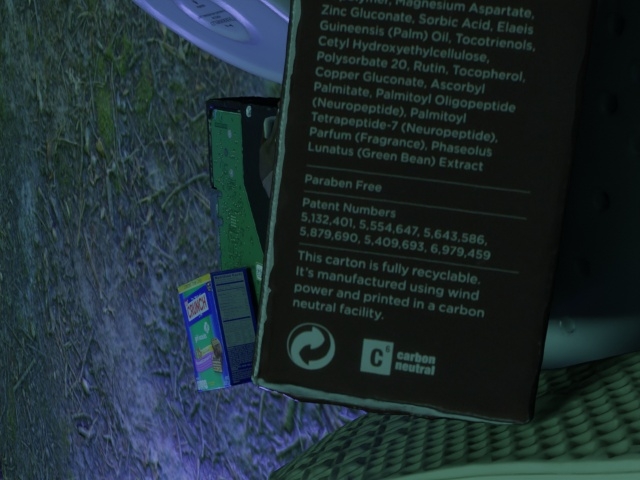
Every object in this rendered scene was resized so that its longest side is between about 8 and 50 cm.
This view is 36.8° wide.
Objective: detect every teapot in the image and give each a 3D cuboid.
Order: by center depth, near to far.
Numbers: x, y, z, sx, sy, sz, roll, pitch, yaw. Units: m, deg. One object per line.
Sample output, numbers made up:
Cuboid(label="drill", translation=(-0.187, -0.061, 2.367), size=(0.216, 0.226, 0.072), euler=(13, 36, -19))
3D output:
Cuboid(label="teapot", translation=(-0.041, -0.246, 0.726), size=(0.256, 0.252, 0.187), euler=(24, 81, 21))

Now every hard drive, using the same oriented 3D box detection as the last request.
Cuboid(label="hard drive", translation=(0.000, 0.000, 0.836), size=(0.339, 0.064, 0.237), euler=(17, 112, 57))

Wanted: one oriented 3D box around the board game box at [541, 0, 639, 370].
Cuboid(label="board game box", translation=(0.251, 0.104, 0.439), size=(0.390, 0.050, 0.390), euler=(33, 125, 53))

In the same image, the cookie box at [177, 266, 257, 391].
Cuboid(label="cookie box", translation=(-0.096, 0.087, 0.922), size=(0.092, 0.040, 0.107), euler=(-24, 76, 61))

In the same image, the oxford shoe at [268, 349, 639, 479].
Cuboid(label="oxford shoe", translation=(0.105, 0.144, 0.510), size=(0.449, 0.169, 0.130), euler=(-21, 98, 59))

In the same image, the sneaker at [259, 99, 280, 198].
Cuboid(label="sneaker", translation=(-0.003, -0.089, 0.686), size=(0.188, 0.066, 0.071), euler=(-35, 67, 57))

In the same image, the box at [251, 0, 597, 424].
Cuboid(label="box", translation=(0.066, -0.122, 0.493), size=(0.191, 0.143, 0.382), euler=(-47, -38, -76))
